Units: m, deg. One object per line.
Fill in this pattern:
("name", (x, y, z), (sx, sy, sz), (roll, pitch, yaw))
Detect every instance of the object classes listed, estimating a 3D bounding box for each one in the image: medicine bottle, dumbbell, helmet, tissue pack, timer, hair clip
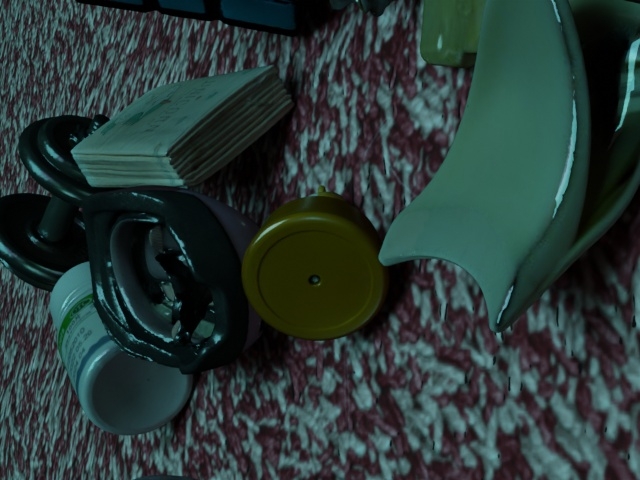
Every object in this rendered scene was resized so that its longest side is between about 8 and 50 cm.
("medicine bottle", (-0.253, 0.123, 1.361), (0.237, 0.139, 0.139), (44, 115, 54))
("dumbbell", (-0.359, -0.055, 1.566), (0.290, 0.192, 0.192), (-59, 34, 27))
("helmet", (-0.140, 0.031, 1.187), (0.253, 0.154, 0.198), (29, 127, 55))
("tissue pack", (-0.175, -0.131, 1.340), (0.170, 0.071, 0.325), (-40, 22, -23))
("timer", (0.000, 0.000, 1.041), (0.132, 0.132, 0.152), (-58, 11, 27))
("hair clip", (0.159, -0.086, 0.812), (0.172, 0.113, 0.282), (30, 109, 59))

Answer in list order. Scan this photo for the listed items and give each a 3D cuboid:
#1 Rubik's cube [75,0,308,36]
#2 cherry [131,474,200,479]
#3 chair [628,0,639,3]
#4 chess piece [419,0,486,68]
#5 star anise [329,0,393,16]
("Rubik's cube", (-0.129, -0.408, 1.156), (0.288, 0.283, 0.294), (106, 175, -77))
("cherry", (-0.137, 0.366, 0.917), (0.335, 0.291, 0.326), (116, 155, -55))
("chair", (0.277, -0.146, 0.634), (0.212, 0.101, 0.084), (40, 112, 58))
("chess piece", (0.142, -0.294, 0.928), (0.137, 0.137, 0.301), (27, 113, 59))
("star anise", (0.066, -0.323, 1.063), (0.236, 0.093, 0.229), (-59, 19, 18))
